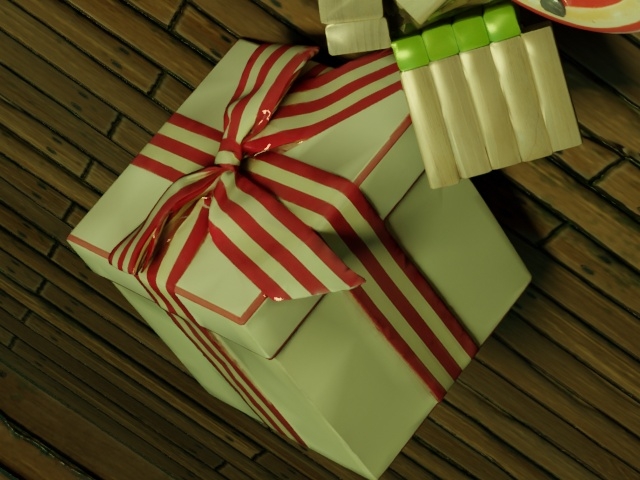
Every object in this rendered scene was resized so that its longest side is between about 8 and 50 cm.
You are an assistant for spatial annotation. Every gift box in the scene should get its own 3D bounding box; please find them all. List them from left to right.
[{"bbox_3d":[0.000,0.000,1.449,0.276,0.255,0.258,16,153,44],"label":"gift box"}]

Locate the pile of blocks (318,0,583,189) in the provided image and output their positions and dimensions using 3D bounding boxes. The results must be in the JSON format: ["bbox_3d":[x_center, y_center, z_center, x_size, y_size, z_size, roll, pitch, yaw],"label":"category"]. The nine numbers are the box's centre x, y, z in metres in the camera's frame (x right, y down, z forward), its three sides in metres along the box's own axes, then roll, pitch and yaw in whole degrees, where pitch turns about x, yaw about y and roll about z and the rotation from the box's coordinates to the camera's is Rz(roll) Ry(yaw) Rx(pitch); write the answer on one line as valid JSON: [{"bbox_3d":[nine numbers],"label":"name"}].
[{"bbox_3d":[0.039,-0.198,1.242,0.362,0.149,0.112,47,-164,-10],"label":"pile of blocks"}]

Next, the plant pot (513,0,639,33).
[{"bbox_3d":[0.152,-0.217,0.967,0.191,0.174,0.191,28,156,14],"label":"plant pot"}]
